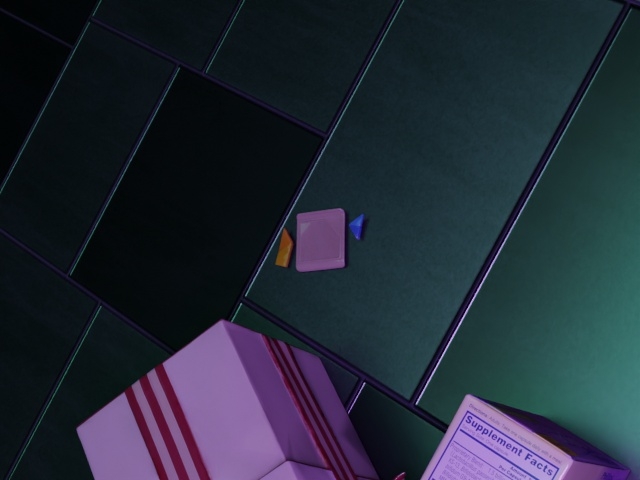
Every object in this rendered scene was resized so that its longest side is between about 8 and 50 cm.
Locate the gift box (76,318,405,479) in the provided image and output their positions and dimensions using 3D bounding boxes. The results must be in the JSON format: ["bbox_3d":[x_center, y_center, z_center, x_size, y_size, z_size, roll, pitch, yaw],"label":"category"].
[{"bbox_3d":[-0.073,0.254,1.227,0.276,0.255,0.258,-38,59,20],"label":"gift box"}]

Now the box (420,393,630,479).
[{"bbox_3d":[0.167,0.290,1.100,0.117,0.213,0.243,31,94,32],"label":"box"}]

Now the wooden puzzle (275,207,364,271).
[{"bbox_3d":[0.000,0.000,1.392,0.116,0.014,0.079,1,82,30],"label":"wooden puzzle"}]
